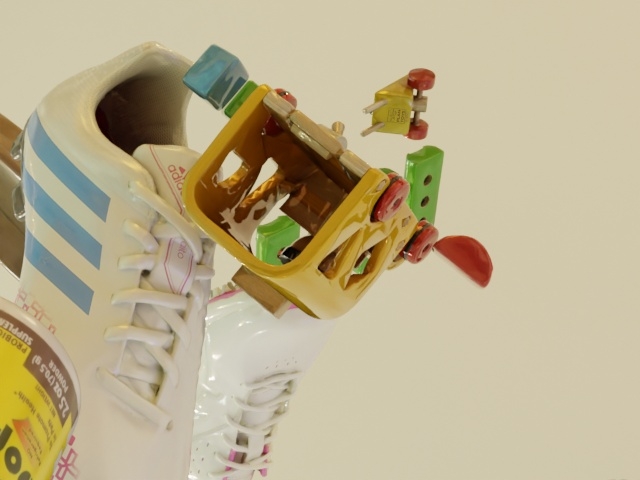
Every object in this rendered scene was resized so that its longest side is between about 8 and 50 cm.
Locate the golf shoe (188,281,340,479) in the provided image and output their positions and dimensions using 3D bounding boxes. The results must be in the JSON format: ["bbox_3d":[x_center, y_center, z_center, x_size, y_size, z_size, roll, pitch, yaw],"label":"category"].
[{"bbox_3d":[-0.057,0.119,1.136,0.306,0.115,0.140,-44,-123,56],"label":"golf shoe"}]

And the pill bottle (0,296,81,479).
[{"bbox_3d":[-0.195,0.125,0.680,0.117,0.117,0.215,-16,-149,26],"label":"pill bottle"}]

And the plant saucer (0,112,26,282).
[{"bbox_3d":[-0.239,-0.020,1.243,0.278,0.278,0.041,27,-116,40],"label":"plant saucer"}]

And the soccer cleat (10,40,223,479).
[{"bbox_3d":[-0.115,0.026,0.898,0.143,0.116,0.331,-31,-125,33],"label":"soccer cleat"}]

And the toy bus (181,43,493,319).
[{"bbox_3d":[-0.007,-0.006,0.887,0.104,0.202,0.191,-50,-156,-3],"label":"toy bus"}]

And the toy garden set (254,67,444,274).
[{"bbox_3d":[0.022,-0.052,1.480,0.244,0.204,0.049,-26,-134,-37],"label":"toy garden set"}]
